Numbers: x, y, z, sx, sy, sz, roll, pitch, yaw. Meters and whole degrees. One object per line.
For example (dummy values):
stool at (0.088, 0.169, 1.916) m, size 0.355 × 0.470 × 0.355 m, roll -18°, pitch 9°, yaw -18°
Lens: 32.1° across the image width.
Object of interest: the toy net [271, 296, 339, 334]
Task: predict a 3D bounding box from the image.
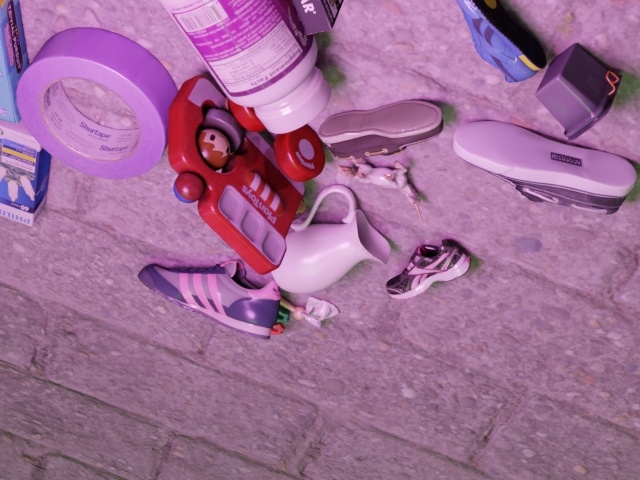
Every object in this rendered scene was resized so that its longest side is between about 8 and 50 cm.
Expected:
toy net at (-0.073, 0.167, 2.310) m, size 0.232 × 0.045 × 0.122 m, roll -1°, pitch 135°, yaw 21°

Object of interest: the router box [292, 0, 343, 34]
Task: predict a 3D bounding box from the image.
router box at (-0.016, -0.410, 1.609) m, size 0.046 × 0.133 × 0.178 m, roll -6°, pitch 132°, yaw 24°

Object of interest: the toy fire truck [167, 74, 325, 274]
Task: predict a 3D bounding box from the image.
toy fire truck at (-0.143, -0.121, 1.872) m, size 0.169 × 0.253 × 0.302 m, roll -21°, pitch 125°, yaw 36°

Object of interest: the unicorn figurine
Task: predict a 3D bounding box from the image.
unicorn figurine at (0.115, -0.105, 1.939) m, size 0.162 × 0.060 × 0.111 m, roll 28°, pitch 173°, yaw 18°

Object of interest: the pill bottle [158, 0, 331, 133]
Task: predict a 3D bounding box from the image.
pill bottle at (-0.109, -0.315, 1.719) m, size 0.169 × 0.169 × 0.301 m, roll -13°, pitch 130°, yaw 31°

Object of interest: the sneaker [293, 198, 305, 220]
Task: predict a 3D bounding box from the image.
sneaker at (-0.096, -0.043, 2.087) m, size 0.186 × 0.069 × 0.084 m, roll -5°, pitch 141°, yaw 33°

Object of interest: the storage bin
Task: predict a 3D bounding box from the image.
storage bin at (0.385, -0.230, 1.661) m, size 0.091 × 0.135 × 0.098 m, roll 41°, pitch 135°, yaw -10°

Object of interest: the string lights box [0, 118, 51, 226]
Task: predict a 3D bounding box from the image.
string lights box at (-0.593, -0.152, 2.138) m, size 0.133 × 0.076 × 0.259 m, roll 19°, pitch 139°, yaw -2°

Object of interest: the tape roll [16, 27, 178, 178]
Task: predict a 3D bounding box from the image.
tape roll at (-0.390, -0.238, 1.964) m, size 0.275 × 0.090 × 0.274 m, roll 11°, pitch 138°, yaw 10°

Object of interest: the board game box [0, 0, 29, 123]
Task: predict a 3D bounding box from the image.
board game box at (-0.645, -0.376, 1.918) m, size 0.254 × 0.079 × 0.336 m, roll 14°, pitch 138°, yaw 6°

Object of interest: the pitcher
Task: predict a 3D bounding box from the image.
pitcher at (0.000, 0.000, 2.066) m, size 0.207 × 0.125 × 0.177 m, roll -22°, pitch 103°, yaw 25°

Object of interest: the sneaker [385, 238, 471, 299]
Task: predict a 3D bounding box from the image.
sneaker at (0.192, 0.046, 2.079) m, size 0.178 × 0.072 × 0.077 m, roll -28°, pitch 109°, yaw 30°

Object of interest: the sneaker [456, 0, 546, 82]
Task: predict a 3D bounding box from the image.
sneaker at (0.246, -0.313, 1.664) m, size 0.082 × 0.069 × 0.209 m, roll -24°, pitch 123°, yaw 42°

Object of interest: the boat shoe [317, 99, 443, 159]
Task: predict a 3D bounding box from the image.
boat shoe at (0.108, -0.179, 1.854) m, size 0.228 × 0.081 × 0.068 m, roll -2°, pitch 137°, yaw 32°

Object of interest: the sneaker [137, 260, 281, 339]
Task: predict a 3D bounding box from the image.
sneaker at (-0.219, 0.088, 2.257) m, size 0.319 × 0.131 × 0.112 m, roll 22°, pitch -177°, yaw 19°

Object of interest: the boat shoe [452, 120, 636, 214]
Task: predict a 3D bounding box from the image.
boat shoe at (0.356, -0.110, 1.820) m, size 0.301 × 0.108 × 0.102 m, roll 12°, pitch 137°, yaw -3°
